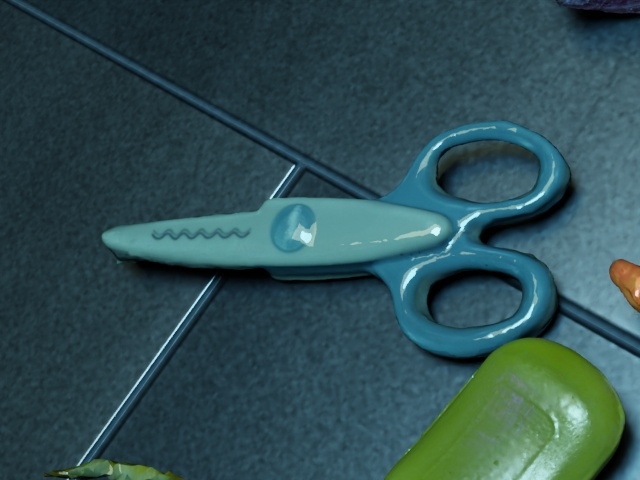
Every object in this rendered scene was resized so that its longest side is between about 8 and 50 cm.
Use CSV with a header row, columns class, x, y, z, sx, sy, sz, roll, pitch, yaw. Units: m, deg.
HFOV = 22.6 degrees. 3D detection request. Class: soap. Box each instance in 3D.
class,x,y,z,sx,sy,sz,roll,pitch,yaw
soap,0.091,0.114,0.814,0.140,0.045,0.089,-49,51,-1

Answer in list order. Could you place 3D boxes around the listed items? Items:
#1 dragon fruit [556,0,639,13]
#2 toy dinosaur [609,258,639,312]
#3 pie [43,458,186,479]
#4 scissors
class,x,y,z,sx,sy,sz,roll,pitch,yaw
dragon fruit,0.194,-0.182,0.886,0.147,0.096,0.102,131,148,-54
toy dinosaur,0.210,0.098,0.718,0.070,0.117,0.288,-38,52,4
pie,-0.104,0.249,0.821,0.308,0.085,0.308,-12,60,21
scissors,0.000,0.000,0.921,0.289,0.041,0.138,-1,73,26
